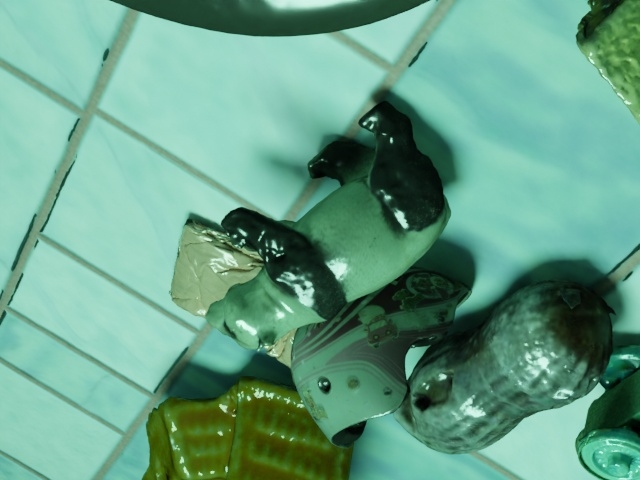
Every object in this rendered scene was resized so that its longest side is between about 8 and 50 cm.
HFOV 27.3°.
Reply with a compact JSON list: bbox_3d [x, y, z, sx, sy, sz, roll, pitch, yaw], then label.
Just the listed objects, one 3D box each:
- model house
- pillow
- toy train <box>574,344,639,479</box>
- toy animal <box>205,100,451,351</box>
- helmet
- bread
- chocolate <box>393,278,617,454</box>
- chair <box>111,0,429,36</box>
[{"bbox_3d":[-0.075,0.245,1.367,0.268,0.173,0.239,15,122,11],"label":"model house"},{"bbox_3d":[-0.039,0.069,1.259,0.232,0.043,0.126,28,136,4],"label":"pillow"},{"bbox_3d":[0.340,0.136,1.053,0.194,0.120,0.298,30,142,-10],"label":"toy train"},{"bbox_3d":[0.000,0.000,1.057,0.121,0.225,0.094,54,179,2],"label":"toy animal"},{"bbox_3d":[0.039,0.083,1.130,0.107,0.177,0.153,37,152,3],"label":"helmet"},{"bbox_3d":[0.240,-0.110,0.817,0.147,0.152,0.127,47,137,-9],"label":"bread"},{"bbox_3d":[0.158,0.114,1.144,0.110,0.110,0.248,39,141,-13],"label":"chocolate"},{"bbox_3d":[0.011,-0.312,0.511,0.364,0.410,0.362,30,141,-3],"label":"chair"}]
